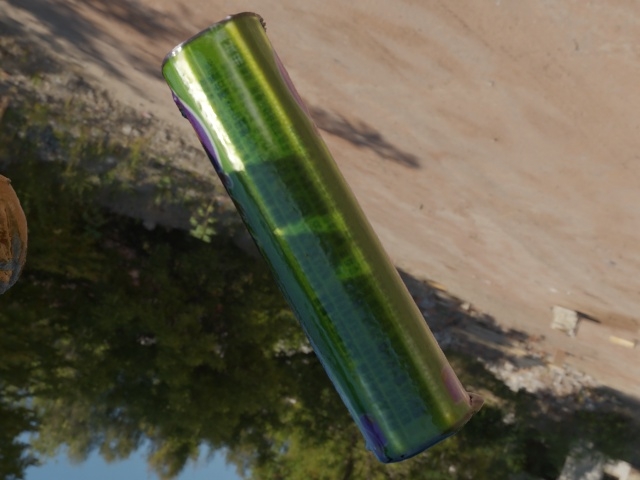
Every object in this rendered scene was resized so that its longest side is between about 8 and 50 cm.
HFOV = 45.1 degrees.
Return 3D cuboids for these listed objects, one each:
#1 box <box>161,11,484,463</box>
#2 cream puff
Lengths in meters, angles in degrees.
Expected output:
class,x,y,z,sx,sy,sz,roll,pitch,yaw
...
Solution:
class,x,y,z,sx,sy,sz,roll,pitch,yaw
box,0.000,0.000,0.611,0.345,0.097,0.134,61,175,1
cream puff,-0.402,-0.003,0.849,0.150,0.165,0.115,-31,167,28
